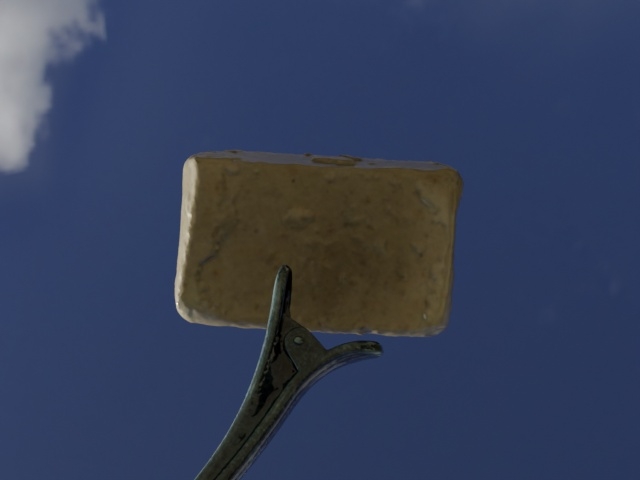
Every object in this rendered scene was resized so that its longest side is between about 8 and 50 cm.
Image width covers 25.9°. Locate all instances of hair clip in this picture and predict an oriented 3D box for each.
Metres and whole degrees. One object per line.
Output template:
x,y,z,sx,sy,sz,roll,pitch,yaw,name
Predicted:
-0.066,0.120,0.712,0.070,0.039,0.229,40,-97,9,hair clip

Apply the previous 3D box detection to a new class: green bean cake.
0.000,0.000,0.895,0.179,0.085,0.109,3,-81,4,green bean cake
